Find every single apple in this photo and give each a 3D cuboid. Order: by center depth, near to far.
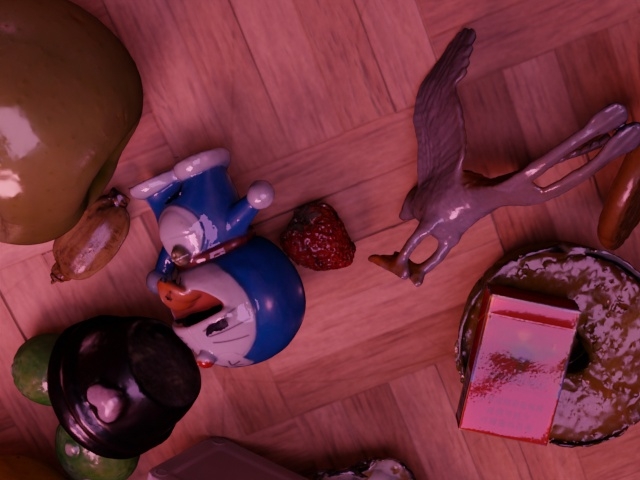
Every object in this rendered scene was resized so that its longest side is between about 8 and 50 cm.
[{"bbox_3d":[-0.318,-0.138,1.113,0.279,0.279,0.279,-1,110,-4],"label":"apple"}]

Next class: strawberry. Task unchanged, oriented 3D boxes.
[{"bbox_3d":[0.000,0.000,1.279,0.096,0.083,0.083,28,105,-20],"label":"strawberry"}]

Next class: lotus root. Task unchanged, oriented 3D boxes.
[{"bbox_3d":[-0.274,0.002,1.264,0.152,0.063,0.072,-45,69,15],"label":"lotus root"}]

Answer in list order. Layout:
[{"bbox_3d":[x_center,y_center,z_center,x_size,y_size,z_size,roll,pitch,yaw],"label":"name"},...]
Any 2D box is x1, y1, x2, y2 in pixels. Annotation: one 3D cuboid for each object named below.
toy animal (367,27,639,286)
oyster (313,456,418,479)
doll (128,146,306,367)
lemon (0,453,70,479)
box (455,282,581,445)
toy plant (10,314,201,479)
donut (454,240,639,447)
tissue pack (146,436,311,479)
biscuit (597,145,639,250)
[{"bbox_3d":[0.189,-0.050,1.164,0.225,0.284,0.302,38,102,-18],"label":"toy animal"},{"bbox_3d":[0.056,0.381,1.411,0.223,0.083,0.214,41,103,-13],"label":"oyster"},{"bbox_3d":[-0.118,0.024,1.228,0.215,0.161,0.257,-23,97,39],"label":"doll"},{"bbox_3d":[-0.381,0.399,1.300,0.260,0.260,0.284,-22,84,4],"label":"lemon"},{"bbox_3d":[0.232,0.147,1.260,0.112,0.048,0.175,12,103,-1],"label":"box"},{"bbox_3d":[-0.261,0.191,1.289,0.235,0.175,0.218,-26,104,34],"label":"toy plant"},{"bbox_3d":[0.296,0.120,1.331,0.272,0.107,0.272,-1,104,-2],"label":"donut"},{"bbox_3d":[-0.086,0.364,1.304,0.246,0.159,0.136,21,109,26],"label":"tissue pack"},{"bbox_3d":[0.378,-0.107,1.190,0.037,0.262,0.262,29,108,20],"label":"biscuit"}]
